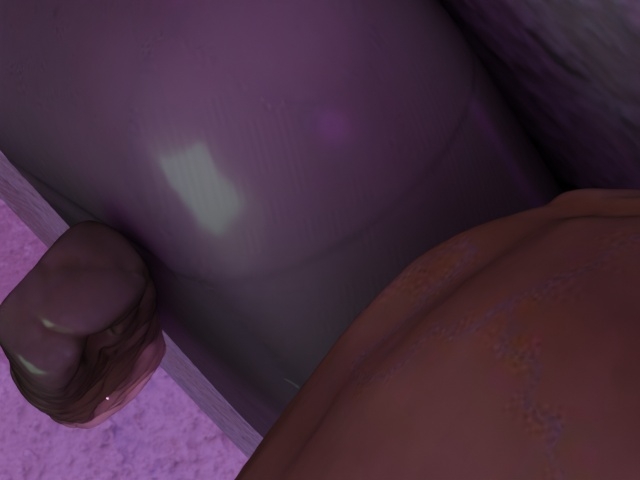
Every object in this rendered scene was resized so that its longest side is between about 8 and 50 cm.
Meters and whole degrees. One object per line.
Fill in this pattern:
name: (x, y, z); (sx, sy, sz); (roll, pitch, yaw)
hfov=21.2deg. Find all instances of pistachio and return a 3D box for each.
pistachio: (0.065, 0.107, 0.529); (0.187, 0.299, 0.187); (32, -161, -13)

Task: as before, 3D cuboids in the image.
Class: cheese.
cheese: (-0.091, 0.041, 0.671); (0.043, 0.065, 0.194); (37, 167, 4)

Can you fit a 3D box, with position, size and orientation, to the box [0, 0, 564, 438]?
box: (0.001, -0.001, 0.727); (0.349, 0.141, 0.288); (52, 168, -33)
